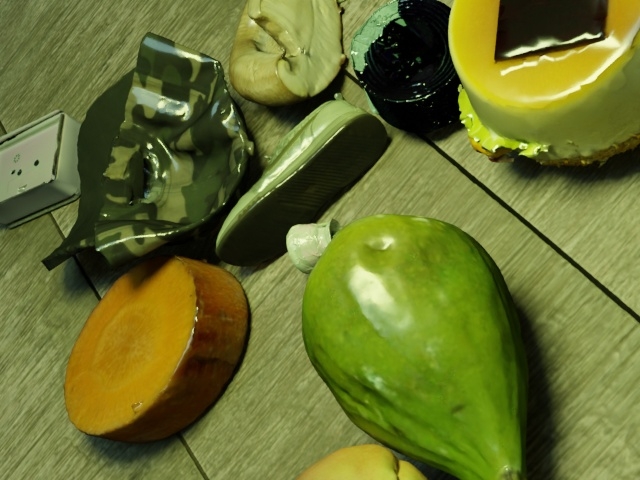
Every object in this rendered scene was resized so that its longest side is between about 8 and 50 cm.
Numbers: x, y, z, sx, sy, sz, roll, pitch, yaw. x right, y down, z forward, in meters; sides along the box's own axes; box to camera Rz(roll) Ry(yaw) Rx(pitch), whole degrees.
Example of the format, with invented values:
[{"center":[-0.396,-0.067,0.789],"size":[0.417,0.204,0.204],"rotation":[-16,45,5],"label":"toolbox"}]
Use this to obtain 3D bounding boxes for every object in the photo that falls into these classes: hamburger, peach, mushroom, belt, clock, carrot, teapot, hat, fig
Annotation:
[{"center":[0.276,-0.215,1.249],"size":[0.294,0.179,0.275],"rotation":[-11,63,34],"label":"hamburger"},{"center":[0.042,0.296,1.170],"size":[0.184,0.184,0.184],"rotation":[-21,55,32],"label":"peach"},{"center":[-0.067,-0.271,1.607],"size":[0.151,0.156,0.285],"rotation":[-31,38,35],"label":"mushroom"},{"center":[0.116,-0.220,1.448],"size":[0.151,0.078,0.198],"rotation":[-31,47,6],"label":"belt"},{"center":[-0.478,-0.118,1.935],"size":[0.193,0.073,0.144],"rotation":[-19,55,33],"label":"clock"},{"center":[-0.235,0.144,1.557],"size":[0.307,0.100,0.258],"rotation":[-26,49,31],"label":"carrot"},{"center":[0.000,0.000,1.462],"size":[0.064,0.064,0.083],"rotation":[-18,24,25],"label":"teapot"},{"center":[-0.248,-0.080,1.687],"size":[0.381,0.257,0.366],"rotation":[124,160,-65],"label":"hat"},{"center":[0.095,0.133,1.182],"size":[0.233,0.233,0.314],"rotation":[-19,60,33],"label":"fig"}]

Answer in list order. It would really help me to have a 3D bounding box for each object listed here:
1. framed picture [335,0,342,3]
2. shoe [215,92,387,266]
[{"center":[0.095,-0.450,1.657],"size":[0.252,0.014,0.197],"rotation":[-19,56,33],"label":"framed picture"},{"center":[-0.038,-0.077,1.507],"size":[0.275,0.103,0.098],"rotation":[-42,44,7],"label":"shoe"}]
